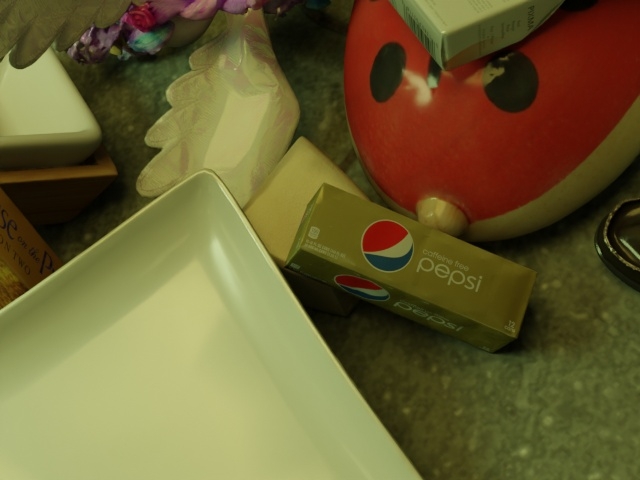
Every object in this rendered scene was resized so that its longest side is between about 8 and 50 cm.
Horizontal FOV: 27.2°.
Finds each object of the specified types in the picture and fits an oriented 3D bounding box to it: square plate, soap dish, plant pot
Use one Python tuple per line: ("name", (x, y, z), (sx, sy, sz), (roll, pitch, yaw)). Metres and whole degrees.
("square plate", (-0.132, 0.177, 1.014), (0.347, 0.049, 0.344), (-35, 75, 1))
("soap dish", (-0.364, -0.104, 1.224), (0.291, 0.118, 0.229), (-6, 45, -34))
("plant pot", (0.000, 0.000, 1.095), (0.096, 0.109, 0.109), (33, 77, 22))

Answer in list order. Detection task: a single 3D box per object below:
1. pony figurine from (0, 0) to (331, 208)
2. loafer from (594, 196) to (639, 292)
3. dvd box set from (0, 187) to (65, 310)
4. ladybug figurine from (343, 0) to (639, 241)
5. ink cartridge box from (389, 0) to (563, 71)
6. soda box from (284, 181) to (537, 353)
("pony figurine", (-0.123, -0.220, 1.176), (0.351, 0.303, 0.363), (-48, 31, -8))
("loafer", (0.304, 0.009, 0.967), (0.220, 0.078, 0.080), (18, 69, 31))
("dvd box set", (-0.390, 0.005, 1.058), (0.307, 0.420, 0.062), (-11, 49, 16))
("ladybug figurine", (0.161, -0.207, 1.108), (0.305, 0.162, 0.449), (6, 64, 26))
("ink cartridge box", (0.137, -0.216, 1.010), (0.179, 0.045, 0.145), (-21, 52, -13))
("soda box", (0.069, 0.023, 1.013), (0.181, 0.061, 0.058), (22, 71, -6))
